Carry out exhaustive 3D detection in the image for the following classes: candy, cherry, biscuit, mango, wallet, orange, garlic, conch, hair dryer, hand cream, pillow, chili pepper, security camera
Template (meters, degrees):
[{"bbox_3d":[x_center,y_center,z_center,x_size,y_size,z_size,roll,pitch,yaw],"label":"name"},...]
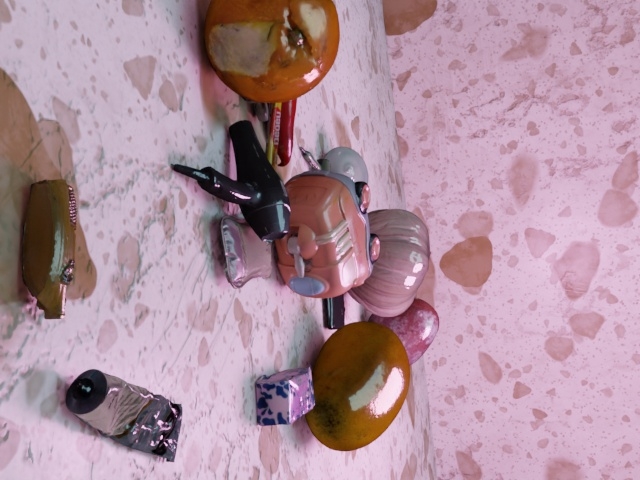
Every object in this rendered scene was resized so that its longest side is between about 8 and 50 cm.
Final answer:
[{"bbox_3d":[-0.065,0.301,1.244,0.160,0.073,0.092,9,74,-73],"label":"candy"},{"bbox_3d":[0.254,0.303,2.089,0.213,0.285,0.236,27,39,-29],"label":"cherry"},{"bbox_3d":[-0.101,-0.179,1.293,0.048,0.026,0.291,-24,121,-70],"label":"biscuit"},{"bbox_3d":[0.081,0.343,1.497,0.378,0.221,0.263,-34,122,-60],"label":"mango"},{"bbox_3d":[0.035,0.101,1.736,0.146,0.030,0.285,20,66,-70],"label":"wallet"},{"bbox_3d":[-0.084,-0.357,1.114,0.240,0.240,0.239,-6,90,-74],"label":"orange"},{"bbox_3d":[0.178,0.056,1.848,0.317,0.260,0.317,-162,-90,-79],"label":"garlic"},{"bbox_3d":[0.068,-0.159,1.825,0.185,0.121,0.221,-47,143,-29],"label":"conch"},{"bbox_3d":[-0.152,-0.120,1.073,0.272,0.091,0.235,13,56,-65],"label":"hair dryer"},{"bbox_3d":[-0.230,0.210,0.777,0.075,0.052,0.248,-64,158,-19],"label":"hand cream"},{"bbox_3d":[-0.132,0.015,1.170,0.233,0.038,0.130,-10,90,-75],"label":"pillow"},{"bbox_3d":[-0.092,-0.357,1.391,0.137,0.092,0.368,103,-9,-81],"label":"chili pepper"},{"bbox_3d":[-0.020,-0.200,1.649,0.150,0.047,0.071,43,41,-51],"label":"hair dryer"},{"bbox_3d":[-0.126,-0.277,1.292,0.092,0.058,0.058,77,14,-64],"label":"security camera"}]

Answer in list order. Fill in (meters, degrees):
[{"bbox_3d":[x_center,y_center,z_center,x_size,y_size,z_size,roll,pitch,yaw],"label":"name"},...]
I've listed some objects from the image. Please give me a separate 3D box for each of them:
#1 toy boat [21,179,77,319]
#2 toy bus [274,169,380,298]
[{"bbox_3d":[-0.276,0.007,0.662,0.049,0.047,0.149,33,52,-70],"label":"toy boat"},{"bbox_3d":[0.000,0.000,1.376,0.232,0.194,0.287,-55,140,-53],"label":"toy bus"}]
